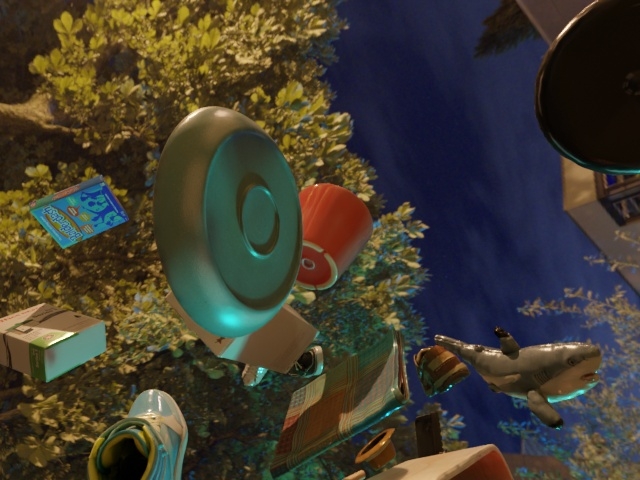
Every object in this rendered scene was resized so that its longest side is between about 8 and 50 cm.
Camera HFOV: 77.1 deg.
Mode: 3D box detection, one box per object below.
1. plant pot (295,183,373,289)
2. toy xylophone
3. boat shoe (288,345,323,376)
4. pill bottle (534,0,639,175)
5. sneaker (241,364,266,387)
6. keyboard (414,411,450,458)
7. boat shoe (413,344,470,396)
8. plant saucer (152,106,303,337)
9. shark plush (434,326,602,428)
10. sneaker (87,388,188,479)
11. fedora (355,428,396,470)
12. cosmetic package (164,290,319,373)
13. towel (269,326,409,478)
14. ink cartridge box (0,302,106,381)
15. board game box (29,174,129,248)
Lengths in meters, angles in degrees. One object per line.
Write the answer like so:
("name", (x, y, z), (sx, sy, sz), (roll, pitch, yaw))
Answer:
("plant pot", (0.000, 0.000, 1.228), (0.275, 0.275, 0.243), (46, -138, -15))
("toy xylophone", (0.095, 0.293, 0.435), (0.322, 0.236, 0.081), (17, -129, -46))
("boat shoe", (-0.048, 0.381, 1.231), (0.070, 0.219, 0.078), (3, -121, -19))
("pill bottle", (0.256, -0.130, 0.346), (0.123, 0.122, 0.219), (61, -146, -1))
("sneaker", (-0.216, 0.428, 1.355), (0.090, 0.232, 0.115), (20, -134, 7))
("keyboard", (0.193, 0.384, 0.666), (0.023, 0.108, 0.180), (5, -120, -9))
("boat shoe", (0.331, 0.359, 1.145), (0.122, 0.324, 0.120), (-32, -112, -10))
("plant saucer", (-0.097, -0.027, 0.562), (0.317, 0.043, 0.318), (-5, -90, -67))
("shark plush", (0.197, 0.117, 0.413), (0.073, 0.161, 0.067), (-20, -75, -25))
("sneaker", (-0.324, 0.356, 0.733), (0.127, 0.319, 0.208), (-13, -58, -16))
("fedora", (0.211, 0.751, 1.424), (0.194, 0.194, 0.079), (-21, -114, -43))
("cosmetic package", (-0.162, 0.183, 0.949), (0.197, 0.365, 0.155), (37, -99, 26))
("towel", (0.045, 0.372, 0.952), (0.040, 0.370, 0.271), (50, -162, -9))
("ink cartridge box", (-0.674, 0.241, 0.984), (0.160, 0.219, 0.093), (-31, -52, -66))
("board game box", (-0.722, -0.086, 1.216), (0.210, 0.160, 0.047), (-27, -132, -14))
